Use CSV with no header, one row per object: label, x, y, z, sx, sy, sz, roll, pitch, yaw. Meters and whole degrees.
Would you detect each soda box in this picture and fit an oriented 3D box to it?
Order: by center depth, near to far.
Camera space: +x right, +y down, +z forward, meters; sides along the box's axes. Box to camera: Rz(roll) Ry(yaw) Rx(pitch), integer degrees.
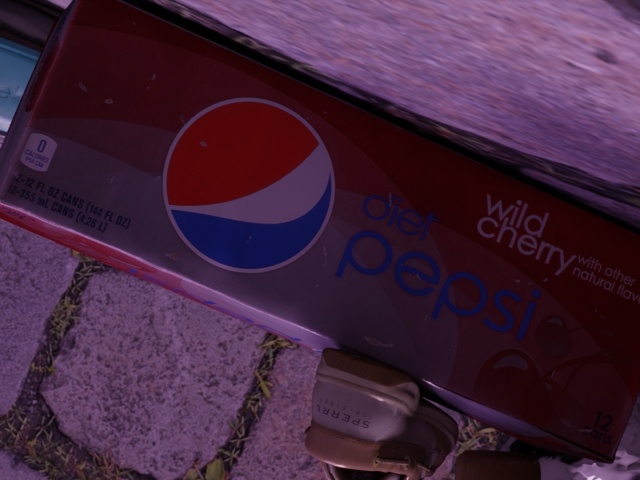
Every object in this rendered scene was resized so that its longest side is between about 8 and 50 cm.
soda box,0.005,-0.003,0.760,0.263,0.092,0.083,24,172,-13

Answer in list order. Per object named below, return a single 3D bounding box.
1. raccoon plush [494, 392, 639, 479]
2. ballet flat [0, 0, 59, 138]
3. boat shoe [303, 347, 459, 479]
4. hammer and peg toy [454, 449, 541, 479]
raccoon plush,0.320,0.232,1.375,0.446,0.216,0.299,25,-177,-29
ballet flat,-0.081,-0.056,0.855,0.213,0.072,0.068,25,-158,-21
boat shoe,0.019,0.077,0.742,0.050,0.045,0.135,18,169,21
hammer and peg toy,0.216,0.157,0.724,0.361,0.127,0.266,3,178,-1
